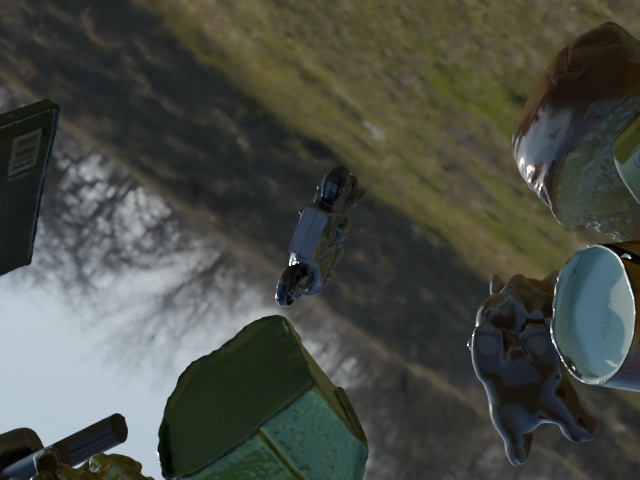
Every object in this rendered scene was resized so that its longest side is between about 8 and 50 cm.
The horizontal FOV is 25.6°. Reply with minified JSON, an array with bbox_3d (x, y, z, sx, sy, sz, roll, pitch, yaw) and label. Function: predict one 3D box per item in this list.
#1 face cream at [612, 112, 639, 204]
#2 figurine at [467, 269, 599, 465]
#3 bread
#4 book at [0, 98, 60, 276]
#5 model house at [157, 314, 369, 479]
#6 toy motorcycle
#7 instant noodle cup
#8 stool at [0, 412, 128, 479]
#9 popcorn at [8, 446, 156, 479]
[{"bbox_3d":[0.478,-0.103,1.644,0.218,0.179,0.218,29,-148,-20],"label":"face cream"},{"bbox_3d":[0.309,0.165,2.052,0.247,0.177,0.173,59,-153,-12],"label":"figurine"},{"bbox_3d":[0.398,-0.151,1.947,0.225,0.250,0.279,29,-161,-19],"label":"bread"},{"bbox_3d":[-0.477,-0.016,1.721,0.043,0.260,0.371,33,-145,22],"label":"book"},{"bbox_3d":[-0.062,0.237,1.671,0.189,0.214,0.195,51,-178,-30],"label":"model house"},{"bbox_3d":[0.000,0.000,2.080,0.073,0.225,0.152,23,177,17],"label":"toy motorcycle"},{"bbox_3d":[0.411,0.096,1.758,0.182,0.230,0.230,2,-161,-26],"label":"instant noodle cup"},{"bbox_3d":[-0.458,0.471,2.420,0.310,0.226,0.310,-22,-84,-70],"label":"stool"},{"bbox_3d":[-0.315,0.399,1.918,0.266,0.233,0.192,49,174,-12],"label":"popcorn"}]
